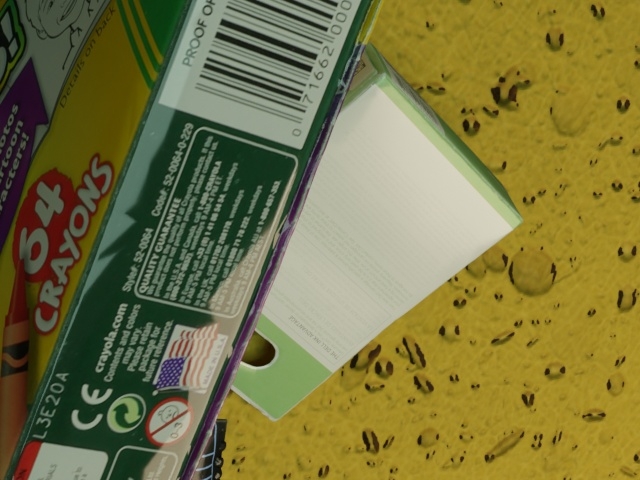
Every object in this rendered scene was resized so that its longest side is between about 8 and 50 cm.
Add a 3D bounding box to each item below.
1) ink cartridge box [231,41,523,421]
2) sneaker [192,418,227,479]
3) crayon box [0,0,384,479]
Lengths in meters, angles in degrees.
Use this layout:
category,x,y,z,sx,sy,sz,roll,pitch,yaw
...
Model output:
category,x,y,z,sx,sy,sz,roll,pitch,yaw
ink cartridge box,0.000,0.000,1.063,0.235,0.056,0.171,-39,125,12
sneaker,-0.097,0.157,1.051,0.090,0.081,0.232,-30,120,-9
crayon box,-0.141,-0.037,0.807,0.106,0.313,0.363,16,100,-37
